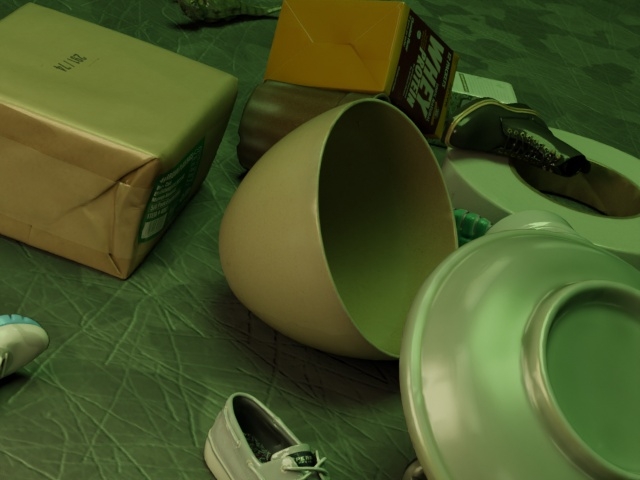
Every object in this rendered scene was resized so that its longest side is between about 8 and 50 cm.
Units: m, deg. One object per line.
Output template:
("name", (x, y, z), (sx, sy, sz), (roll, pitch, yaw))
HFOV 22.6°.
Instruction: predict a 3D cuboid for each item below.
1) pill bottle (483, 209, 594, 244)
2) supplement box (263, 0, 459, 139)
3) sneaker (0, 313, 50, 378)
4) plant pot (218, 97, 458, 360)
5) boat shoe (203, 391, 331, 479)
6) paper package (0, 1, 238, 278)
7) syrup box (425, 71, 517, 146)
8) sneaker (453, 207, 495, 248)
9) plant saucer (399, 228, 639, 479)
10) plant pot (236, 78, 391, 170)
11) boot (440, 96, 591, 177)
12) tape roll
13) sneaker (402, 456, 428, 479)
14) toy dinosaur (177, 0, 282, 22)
("pill bottle", (0.279, 0.092, 1.824), (0.161, 0.161, 0.283), (7, 27, -19))
("supplement box", (0.060, -0.238, 2.229), (0.191, 0.129, 0.194), (7, -13, 30))
("sneaker", (-0.332, 0.131, 1.511), (0.190, 0.071, 0.083), (-19, 48, -37))
("plant pot", (0.000, 0.000, 1.772), (0.191, 0.284, 0.284), (-10, 11, 33))
("boat shoe", (-0.033, 0.222, 1.476), (0.079, 0.081, 0.227), (-5, 33, -37))
("paper package", (-0.293, -0.132, 1.922), (0.309, 0.168, 0.325), (19, 25, 6))
("syrup box", (0.168, -0.206, 2.418), (0.237, 0.093, 0.096), (13, 27, -8))
("sneaker", (0.173, -0.015, 2.067), (0.223, 0.083, 0.098), (25, 22, 19))
("plant saucer", (0.270, 0.152, 1.540), (0.400, 0.100, 0.400), (15, 56, -24))
("plant pot", (-0.011, -0.133, 2.114), (0.165, 0.167, 0.167), (17, 25, 19))
("boot", (0.274, -0.134, 2.209), (0.198, 0.077, 0.137), (-12, 43, -42))
("tape roll", (0.352, -0.052, 2.252), (0.392, 0.072, 0.392), (14, 26, -7))
("sneaker", (0.169, 0.231, 1.577), (0.227, 0.087, 0.130), (8, 25, -24))
("toy dinosaur", (-0.167, -0.400, 2.648), (0.118, 0.064, 0.268), (41, 32, 29))
